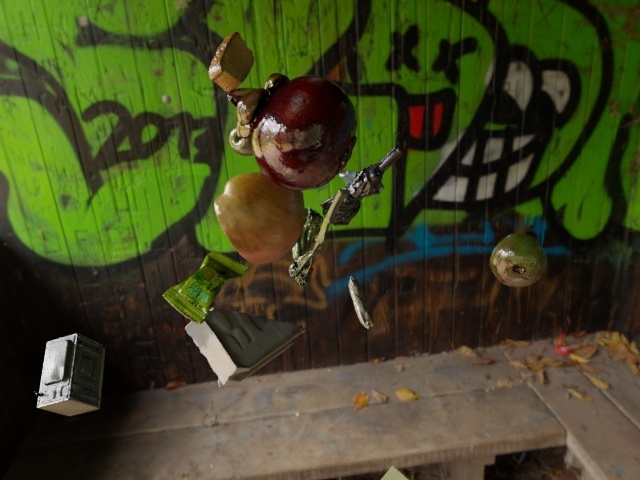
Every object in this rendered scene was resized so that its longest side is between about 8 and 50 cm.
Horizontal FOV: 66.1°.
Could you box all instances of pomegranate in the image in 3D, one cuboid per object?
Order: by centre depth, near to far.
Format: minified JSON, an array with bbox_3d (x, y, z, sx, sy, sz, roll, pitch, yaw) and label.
[{"bbox_3d":[0.668,0.049,1.653,0.179,0.179,0.210,7,51,27],"label":"pomegranate"}]

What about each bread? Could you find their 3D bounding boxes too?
[{"bbox_3d":[-0.253,-0.517,1.422,0.065,0.103,0.187,-17,43,40],"label":"bread"}]

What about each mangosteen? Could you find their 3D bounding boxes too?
[{"bbox_3d":[-0.059,-0.213,0.923,0.258,0.215,0.215,26,27,7],"label":"mangosteen"}]

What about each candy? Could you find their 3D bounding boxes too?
[{"bbox_3d":[-0.355,0.130,1.537,0.149,0.069,0.246,33,51,8],"label":"candy"}]

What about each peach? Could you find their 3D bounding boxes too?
[{"bbox_3d":[-0.178,-0.243,1.188,0.083,0.083,0.083,-4,21,1],"label":"peach"}]

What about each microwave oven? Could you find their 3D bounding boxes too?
[{"bbox_3d":[-0.890,0.481,1.769,0.145,0.194,0.240,-15,57,7],"label":"microwave oven"}]

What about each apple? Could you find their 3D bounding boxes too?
[{"bbox_3d":[-0.209,-0.089,1.717,0.252,0.314,0.309,31,-5,25],"label":"apple"}]

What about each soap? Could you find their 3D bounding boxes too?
[{"bbox_3d":[-0.252,0.296,1.633,0.302,0.159,0.258,-27,70,-40],"label":"soap"}]

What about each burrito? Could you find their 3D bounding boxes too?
[{"bbox_3d":[0.182,0.291,2.290,0.059,0.082,0.275,-26,52,11],"label":"burrito"}]

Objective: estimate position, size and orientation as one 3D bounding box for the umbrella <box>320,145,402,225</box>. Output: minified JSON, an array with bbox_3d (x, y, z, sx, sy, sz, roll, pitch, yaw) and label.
[{"bbox_3d":[0.139,-0.180,1.622,0.340,0.118,0.118,-45,10,20],"label":"umbrella"}]

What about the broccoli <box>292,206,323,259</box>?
[{"bbox_3d":[-0.101,-0.029,2.196,0.263,0.243,0.247,5,-27,-24],"label":"broccoli"}]

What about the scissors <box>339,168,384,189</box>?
[{"bbox_3d":[0.076,-0.271,1.893,0.360,0.029,0.191,27,-14,-22],"label":"scissors"}]

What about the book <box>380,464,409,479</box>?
[{"bbox_3d":[0.180,0.649,1.268,0.111,0.014,0.077,-44,41,-16],"label":"book"}]

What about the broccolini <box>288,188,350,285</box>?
[{"bbox_3d":[0.000,0.001,0.803,0.044,0.218,0.042,34,44,2],"label":"broccolini"}]
